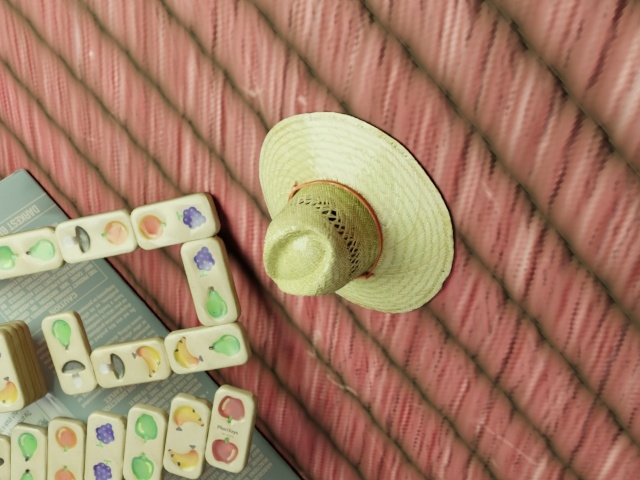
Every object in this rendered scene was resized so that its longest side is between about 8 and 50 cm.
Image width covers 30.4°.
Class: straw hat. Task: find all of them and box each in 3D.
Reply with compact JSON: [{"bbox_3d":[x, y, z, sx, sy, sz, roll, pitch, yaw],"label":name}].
[{"bbox_3d":[0.000,0.000,0.659,0.144,0.061,0.144,28,140,26],"label":"straw hat"}]

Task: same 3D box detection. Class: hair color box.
[{"bbox_3d":[-0.174,0.147,0.936,0.374,0.113,0.185,49,144,2],"label":"hair color box"}]

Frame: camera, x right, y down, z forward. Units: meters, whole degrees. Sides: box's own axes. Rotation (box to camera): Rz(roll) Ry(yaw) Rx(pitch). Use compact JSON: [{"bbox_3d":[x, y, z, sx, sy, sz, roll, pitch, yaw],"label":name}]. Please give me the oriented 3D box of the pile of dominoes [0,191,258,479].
[{"bbox_3d":[-0.167,0.087,0.798,0.251,0.040,0.196,-12,99,20],"label":"pile of dominoes"}]
